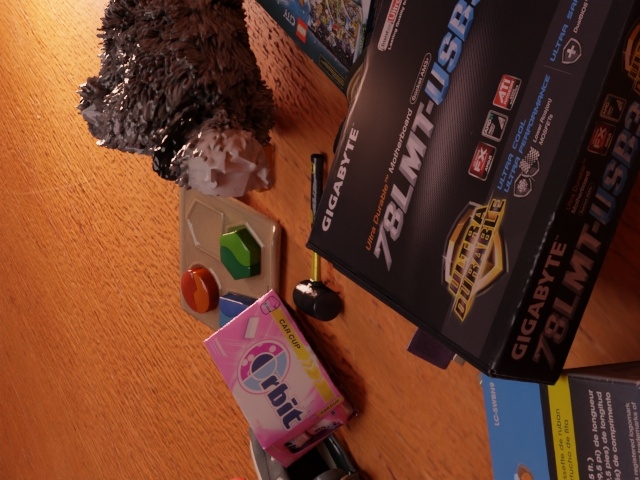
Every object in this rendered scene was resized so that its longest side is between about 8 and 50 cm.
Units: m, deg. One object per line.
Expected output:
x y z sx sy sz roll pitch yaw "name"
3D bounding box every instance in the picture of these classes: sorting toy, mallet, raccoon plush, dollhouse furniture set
-0.126 -0.003 1.588 0.229 0.041 0.307 32 129 43 "sorting toy"
0.000 0.000 1.384 0.062 0.039 0.189 38 129 55 "mallet"
-0.120 -0.242 1.343 0.446 0.216 0.299 27 119 56 "raccoon plush"
0.148 0.061 1.138 0.114 0.091 0.081 -64 -2 20 "dollhouse furniture set"

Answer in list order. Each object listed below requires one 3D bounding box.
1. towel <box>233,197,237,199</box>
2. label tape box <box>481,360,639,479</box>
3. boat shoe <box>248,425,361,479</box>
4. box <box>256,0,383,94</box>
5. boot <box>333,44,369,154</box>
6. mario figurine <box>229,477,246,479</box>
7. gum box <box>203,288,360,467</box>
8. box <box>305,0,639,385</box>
-0.136 -0.116 1.621 0.102 0.021 0.237 44 138 48 "towel"
0.260 0.205 0.852 0.334 0.106 0.240 -2 95 63 "label tape box"
-0.002 0.300 1.422 0.319 0.116 0.099 -120 27 -42 "boat shoe"
0.007 -0.265 1.240 0.233 0.044 0.159 52 144 42 "box"
0.081 -0.089 1.151 0.137 0.077 0.198 59 162 25 "boot"
-0.053 0.457 1.631 0.198 0.170 0.320 -13 102 28 "mario figurine"
-0.045 0.162 1.440 0.188 0.107 0.062 55 -176 39 "gum box"
0.121 -0.079 0.958 0.293 0.073 0.295 34 109 54 "box"
